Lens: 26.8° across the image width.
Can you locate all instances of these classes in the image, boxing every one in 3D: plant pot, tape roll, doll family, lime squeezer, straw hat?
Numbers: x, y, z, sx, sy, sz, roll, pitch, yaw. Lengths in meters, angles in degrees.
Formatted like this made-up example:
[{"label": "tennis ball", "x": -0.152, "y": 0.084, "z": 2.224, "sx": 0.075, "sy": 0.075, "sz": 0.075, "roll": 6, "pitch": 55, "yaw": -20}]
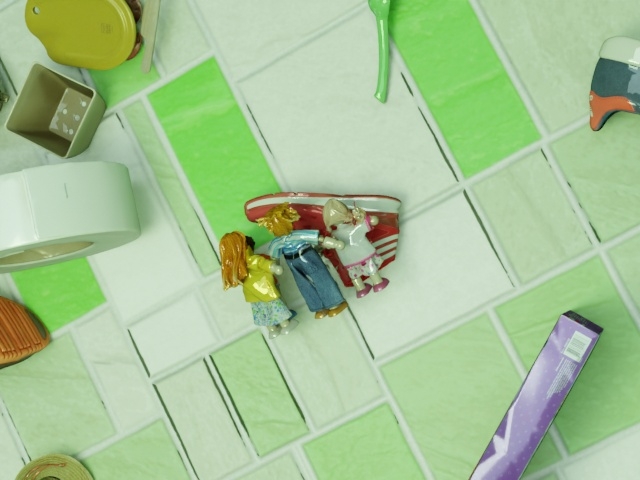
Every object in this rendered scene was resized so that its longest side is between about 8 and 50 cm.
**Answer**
[{"label": "plant pot", "x": -0.373, "y": -0.183, "z": 1.945, "sx": 0.109, "sy": 0.096, "sz": 0.109, "roll": 27, "pitch": 95, "yaw": 13}, {"label": "tape roll", "x": -0.394, "y": -0.027, "z": 1.848, "sx": 0.286, "sy": 0.286, "sz": 0.100, "roll": -13, "pitch": 84, "yaw": 14}, {"label": "doll family", "x": -0.044, "y": 0.034, "z": 1.785, "sx": 0.263, "sy": 0.118, "sz": 0.163, "roll": -21, "pitch": 104, "yaw": 34}, {"label": "lime squeezer", "x": 0.136, "y": -0.346, "z": 1.841, "sx": 0.110, "sy": 0.059, "sz": 0.310, "roll": 39, "pitch": 97, "yaw": 13}, {"label": "straw hat", "x": -0.400, "y": 0.371, "z": 1.949, "sx": 0.061, "sy": 0.144, "sz": 0.144, "roll": 11, "pitch": 91, "yaw": 55}]

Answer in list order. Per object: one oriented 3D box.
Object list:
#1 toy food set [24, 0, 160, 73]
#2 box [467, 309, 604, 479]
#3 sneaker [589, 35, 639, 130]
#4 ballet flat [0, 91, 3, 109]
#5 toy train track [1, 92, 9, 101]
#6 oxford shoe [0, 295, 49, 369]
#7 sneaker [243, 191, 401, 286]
[{"label": "toy food set", "x": -0.320, "y": -0.318, "z": 1.957, "sx": 0.218, "sy": 0.071, "sz": 0.128, "roll": 12, "pitch": 115, "yaw": 16}, {"label": "box", "x": 0.265, "y": 0.230, "z": 1.714, "sx": 0.057, "sy": 0.201, "sz": 0.293, "roll": 30, "pitch": 95, "yaw": 13}, {"label": "sneaker", "x": 0.509, "y": -0.145, "z": 1.711, "sx": 0.350, "sy": 0.131, "sz": 0.148, "roll": 21, "pitch": 100, "yaw": 20}, {"label": "ballet flat", "x": -0.643, "y": -0.336, "z": 1.999, "sx": 0.182, "sy": 0.164, "sz": 0.483, "roll": -40, "pitch": 76, "yaw": 38}, {"label": "toy train track", "x": -0.507, "y": -0.230, "z": 2.023, "sx": 0.083, "sy": 0.014, "sz": 0.048, "roll": 27, "pitch": 95, "yaw": 13}, {"label": "oxford shoe", "x": -0.543, "y": 0.159, "z": 1.867, "sx": 0.130, "sy": 0.363, "sz": 0.133, "roll": 53, "pitch": 123, "yaw": 24}, {"label": "sneaker", "x": 0.000, "y": 0.000, "z": 1.850, "sx": 0.221, "sy": 0.087, "sz": 0.128, "roll": 0, "pitch": 87, "yaw": 16}]
